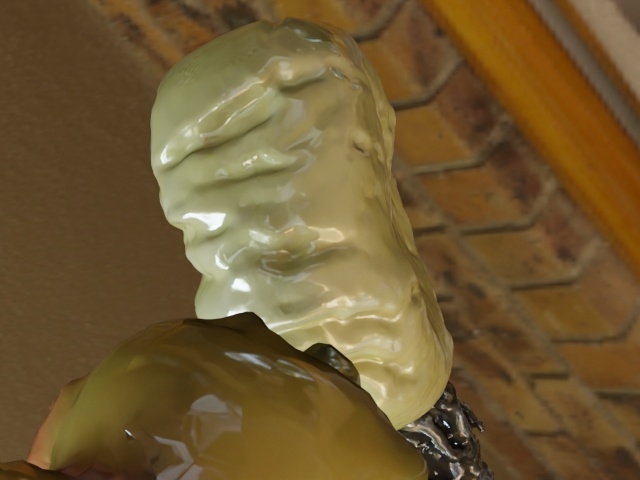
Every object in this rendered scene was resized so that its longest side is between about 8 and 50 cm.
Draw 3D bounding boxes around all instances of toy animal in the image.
[{"bbox_3d":[-0.066,0.123,0.562,0.281,0.169,0.195,-52,-43,-50],"label":"toy animal"}]

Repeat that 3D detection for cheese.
[{"bbox_3d":[0.000,0.000,0.800,0.226,0.117,0.214,45,-153,-64],"label":"cheese"}]

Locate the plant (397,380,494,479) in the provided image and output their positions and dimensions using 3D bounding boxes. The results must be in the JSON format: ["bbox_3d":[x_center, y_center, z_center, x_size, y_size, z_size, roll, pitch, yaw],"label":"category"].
[{"bbox_3d":[0.021,0.157,1.094,0.178,0.204,0.234,39,-154,-42],"label":"plant"}]
